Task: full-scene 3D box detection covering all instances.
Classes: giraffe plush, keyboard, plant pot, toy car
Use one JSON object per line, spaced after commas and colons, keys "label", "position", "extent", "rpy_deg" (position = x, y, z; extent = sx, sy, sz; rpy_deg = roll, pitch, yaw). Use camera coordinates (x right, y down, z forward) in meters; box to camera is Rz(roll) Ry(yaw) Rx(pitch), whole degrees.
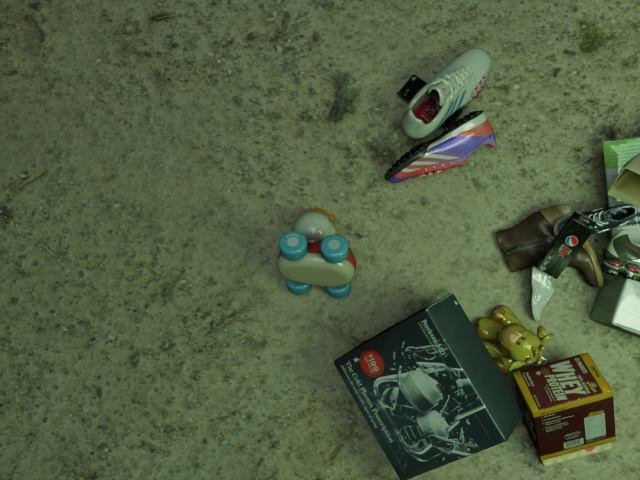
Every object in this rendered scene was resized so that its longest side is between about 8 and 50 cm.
{"label": "giraffe plush", "position": [0.499, 0.268, 1.561], "extent": [0.210, 0.170, 0.181], "rpy_deg": [21, 87, 9]}
{"label": "keyboard", "position": [0.300, -0.379, 1.733], "extent": [0.180, 0.023, 0.108], "rpy_deg": [39, 84, 11]}
{"label": "plant pot", "position": [0.784, -0.151, 1.484], "extent": [0.109, 0.109, 0.096], "rpy_deg": [31, 64, 18]}
{"label": "toy car", "position": [0.000, 0.000, 1.671], "extent": [0.210, 0.219, 0.237], "rpy_deg": [4, 56, 8]}

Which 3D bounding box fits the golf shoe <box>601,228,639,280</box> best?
{"label": "golf shoe", "position": [0.837, 0.066, 1.498], "extent": [0.273, 0.105, 0.120], "rpy_deg": [22, 89, 8]}

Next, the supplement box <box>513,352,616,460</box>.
{"label": "supplement box", "position": [0.599, 0.409, 1.506], "extent": [0.191, 0.129, 0.194], "rpy_deg": [-17, 123, 5]}

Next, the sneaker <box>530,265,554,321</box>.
{"label": "sneaker", "position": [0.581, 0.142, 1.604], "extent": [0.061, 0.053, 0.152], "rpy_deg": [1, 106, 14]}

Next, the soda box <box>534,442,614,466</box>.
{"label": "soda box", "position": [0.645, 0.523, 1.571], "extent": [0.181, 0.058, 0.061], "rpy_deg": [-17, 82, 5]}

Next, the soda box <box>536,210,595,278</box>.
{"label": "soda box", "position": [0.612, 0.012, 1.527], "extent": [0.060, 0.053, 0.168], "rpy_deg": [30, 127, 9]}

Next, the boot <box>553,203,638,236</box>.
{"label": "boot", "position": [0.684, -0.052, 1.529], "extent": [0.190, 0.086, 0.069], "rpy_deg": [-16, 78, 6]}

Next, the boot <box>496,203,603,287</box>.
{"label": "boot", "position": [0.610, 0.043, 1.631], "extent": [0.207, 0.090, 0.248], "rpy_deg": [-27, 85, 18]}

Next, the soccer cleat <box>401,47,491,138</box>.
{"label": "soccer cleat", "position": [0.350, -0.406, 1.650], "extent": [0.116, 0.143, 0.331], "rpy_deg": [42, 84, 10]}

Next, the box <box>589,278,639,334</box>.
{"label": "box", "position": [0.801, 0.180, 1.524], "extent": [0.182, 0.181, 0.119], "rpy_deg": [21, 89, 9]}

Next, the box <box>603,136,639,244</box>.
{"label": "box", "position": [0.856, -0.108, 1.553], "extent": [0.232, 0.058, 0.321], "rpy_deg": [-5, 95, 24]}

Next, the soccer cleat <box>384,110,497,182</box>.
{"label": "soccer cleat", "position": [0.329, -0.229, 1.677], "extent": [0.318, 0.108, 0.116], "rpy_deg": [-32, 101, 7]}

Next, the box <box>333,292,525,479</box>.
{"label": "box", "position": [0.264, 0.361, 1.518], "extent": [0.312, 0.179, 0.343], "rpy_deg": [-36, 79, 31]}
